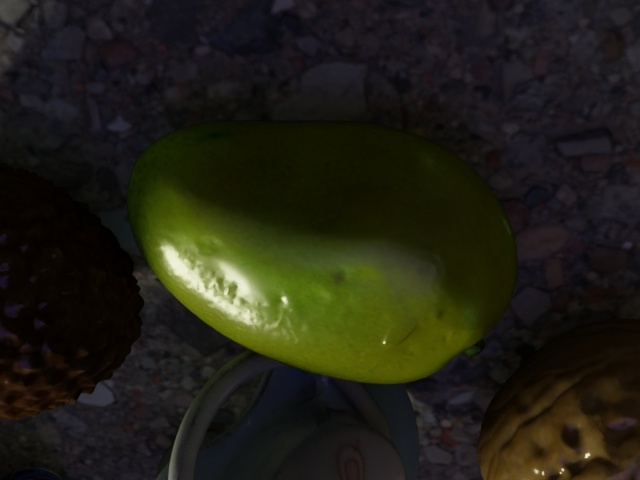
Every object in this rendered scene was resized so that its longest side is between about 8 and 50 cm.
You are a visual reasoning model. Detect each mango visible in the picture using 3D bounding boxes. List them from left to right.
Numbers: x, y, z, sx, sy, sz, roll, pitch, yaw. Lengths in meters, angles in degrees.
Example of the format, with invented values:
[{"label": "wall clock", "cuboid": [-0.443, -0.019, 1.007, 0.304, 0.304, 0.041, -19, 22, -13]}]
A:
[{"label": "mango", "cuboid": [0.002, 0.007, 0.910, 0.272, 0.149, 0.185, 6, 127, 4]}]

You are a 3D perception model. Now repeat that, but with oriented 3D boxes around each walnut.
[{"label": "walnut", "cuboid": [0.222, 0.165, 0.993, 0.213, 0.213, 0.213, 1, 125, 1]}]

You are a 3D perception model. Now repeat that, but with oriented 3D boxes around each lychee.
[{"label": "lychee", "cuboid": [-0.239, 0.037, 0.914, 0.238, 0.200, 0.200, 12, 126, -29]}]

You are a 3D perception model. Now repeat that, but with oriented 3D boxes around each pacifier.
[{"label": "pacifier", "cuboid": [-0.059, 0.194, 1.024, 0.225, 0.287, 0.238, -4, 127, 50]}]

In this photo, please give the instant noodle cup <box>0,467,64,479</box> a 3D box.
[{"label": "instant noodle cup", "cuboid": [-0.389, 0.331, 1.096, 0.312, 0.284, 0.284, -1, 125, 13]}]
